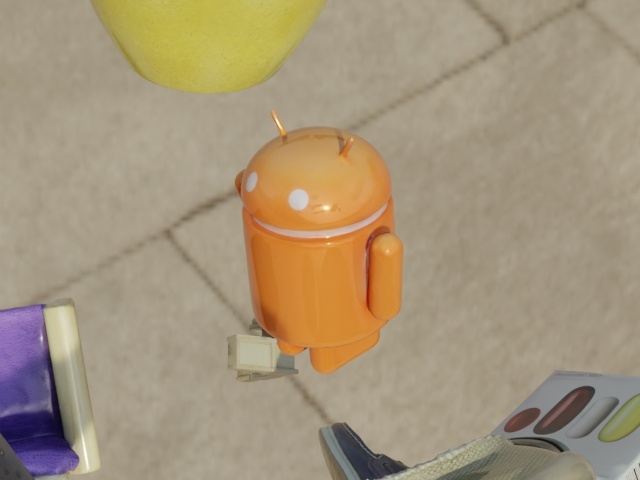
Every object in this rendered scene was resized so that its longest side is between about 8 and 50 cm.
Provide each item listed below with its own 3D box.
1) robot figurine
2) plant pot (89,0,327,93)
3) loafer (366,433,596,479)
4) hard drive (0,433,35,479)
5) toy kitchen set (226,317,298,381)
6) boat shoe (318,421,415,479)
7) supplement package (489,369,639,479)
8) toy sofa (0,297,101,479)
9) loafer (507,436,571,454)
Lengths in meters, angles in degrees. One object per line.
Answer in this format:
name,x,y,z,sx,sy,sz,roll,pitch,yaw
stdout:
robot figurine,-0.002,0.000,1.585,0.128,0.219,0.158,-6,32,-3
plant pot,-0.047,-0.119,0.814,0.134,0.095,0.134,3,32,-2
loafer,-0.024,0.129,0.625,0.268,0.102,0.092,-26,50,-27
hard drive,-0.138,0.178,0.688,0.054,0.172,0.254,-26,20,19
toy kitchen set,-0.074,0.098,1.874,0.075,0.083,0.068,8,76,-37
boat shoe,0.087,0.291,2.104,0.092,0.103,0.285,-27,39,-10
supplement package,0.287,0.250,1.990,0.194,0.149,0.203,1,27,40
toy sofa,-0.377,0.151,1.657,0.362,0.177,0.150,-9,92,-1
loafer,0.129,0.258,1.861,0.084,0.267,0.096,-7,77,-45
